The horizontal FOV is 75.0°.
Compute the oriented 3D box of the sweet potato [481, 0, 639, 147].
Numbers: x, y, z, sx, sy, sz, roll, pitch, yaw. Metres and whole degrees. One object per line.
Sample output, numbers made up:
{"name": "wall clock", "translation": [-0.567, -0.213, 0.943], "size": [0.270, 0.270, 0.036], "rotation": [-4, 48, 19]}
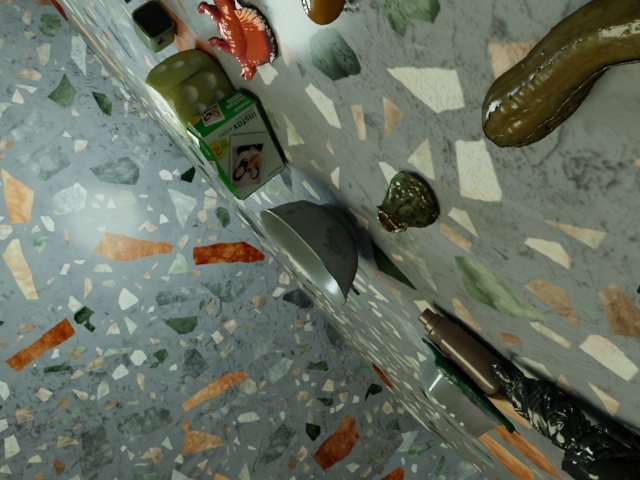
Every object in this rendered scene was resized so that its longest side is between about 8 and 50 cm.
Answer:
{"name": "sweet potato", "translation": [0.211, -0.141, 0.338], "size": [0.081, 0.062, 0.233], "rotation": [34, 165, -10]}

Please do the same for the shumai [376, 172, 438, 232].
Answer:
{"name": "shumai", "translation": [0.143, -0.050, 0.730], "size": [0.099, 0.087, 0.124], "rotation": [33, 162, 41]}

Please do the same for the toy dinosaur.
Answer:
{"name": "toy dinosaur", "translation": [-0.144, -0.393, 0.730], "size": [0.138, 0.070, 0.286], "rotation": [31, 158, 21]}

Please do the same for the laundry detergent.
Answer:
{"name": "laundry detergent", "translation": [0.343, 0.274, 1.040], "size": [0.237, 0.076, 0.171], "rotation": [41, 169, 24]}

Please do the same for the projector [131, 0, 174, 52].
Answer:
{"name": "projector", "translation": [-0.429, -0.551, 1.077], "size": [0.083, 0.083, 0.082], "rotation": [50, 166, -12]}

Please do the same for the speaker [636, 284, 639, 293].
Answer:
{"name": "speaker", "translation": [0.403, 0.074, 0.374], "size": [0.191, 0.046, 0.040], "rotation": [37, 163, 38]}

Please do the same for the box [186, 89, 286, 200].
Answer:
{"name": "box", "translation": [-0.212, -0.243, 1.080], "size": [0.103, 0.180, 0.250], "rotation": [43, 167, 35]}

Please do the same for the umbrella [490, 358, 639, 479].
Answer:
{"name": "umbrella", "translation": [0.486, 0.372, 0.813], "size": [0.336, 0.128, 0.154], "rotation": [39, 150, 52]}

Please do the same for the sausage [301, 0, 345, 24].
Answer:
{"name": "sausage", "translation": [0.007, -0.317, 0.476], "size": [0.062, 0.054, 0.183], "rotation": [17, 163, -2]}

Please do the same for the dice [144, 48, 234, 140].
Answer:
{"name": "dice", "translation": [-0.335, -0.380, 1.092], "size": [0.169, 0.166, 0.169], "rotation": [37, 163, 37]}

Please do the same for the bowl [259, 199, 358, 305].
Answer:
{"name": "bowl", "translation": [0.000, 0.000, 1.149], "size": [0.345, 0.157, 0.345], "rotation": [43, 165, 14]}

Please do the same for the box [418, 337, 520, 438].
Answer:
{"name": "box", "translation": [0.361, 0.411, 1.132], "size": [0.264, 0.106, 0.336], "rotation": [44, -179, 9]}
